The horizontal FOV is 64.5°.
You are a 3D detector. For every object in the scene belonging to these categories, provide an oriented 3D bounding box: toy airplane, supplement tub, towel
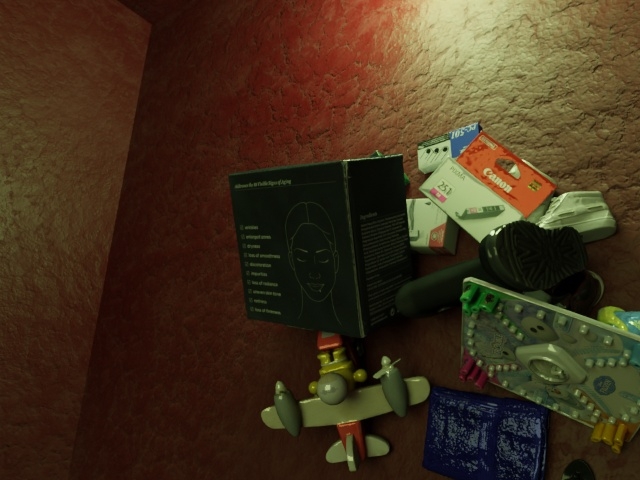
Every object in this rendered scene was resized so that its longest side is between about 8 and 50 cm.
[{"bbox_3d":[0.059,0.456,1.448,0.384,0.272,0.386,32,83,25],"label":"toy airplane"},{"bbox_3d":[0.536,0.173,1.300,0.071,0.071,0.107,35,97,42],"label":"supplement tub"},{"bbox_3d":[0.406,0.501,1.278,0.308,0.076,0.228,-1,72,39],"label":"towel"}]

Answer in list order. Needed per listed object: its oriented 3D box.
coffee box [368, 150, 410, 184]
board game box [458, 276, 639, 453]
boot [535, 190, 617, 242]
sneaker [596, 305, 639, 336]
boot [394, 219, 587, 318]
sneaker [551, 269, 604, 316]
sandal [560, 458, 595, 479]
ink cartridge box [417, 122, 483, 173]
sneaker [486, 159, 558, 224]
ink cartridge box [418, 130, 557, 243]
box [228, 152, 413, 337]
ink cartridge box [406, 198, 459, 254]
[{"bbox_3d":[0.198,-0.207,1.652,0.113,0.184,0.040,-40,49,23],"label":"coffee box"},{"bbox_3d":[0.477,0.272,1.066,0.390,0.390,0.050,20,57,29],"label":"board game box"},{"bbox_3d":[0.601,-0.049,1.299,0.258,0.095,0.123,-11,57,12],"label":"boot"},{"bbox_3d":[0.684,0.245,1.107,0.126,0.091,0.240,-10,48,28],"label":"sneaker"},{"bbox_3d":[0.346,0.089,1.226,0.445,0.367,0.146,-23,70,48],"label":"boot"},{"bbox_3d":[0.565,0.184,1.209,0.106,0.162,0.281,24,89,42],"label":"sneaker"},{"bbox_3d":[0.558,0.581,1.145,0.067,0.040,0.179,31,94,43],"label":"sandal"},{"bbox_3d":[0.409,-0.288,1.599,0.207,0.046,0.097,-13,67,35],"label":"ink cartridge box"},{"bbox_3d":[0.511,-0.156,1.433,0.292,0.108,0.169,28,90,33],"label":"sneaker"},{"bbox_3d":[0.445,-0.140,1.371,0.239,0.060,0.275,-50,60,13],"label":"ink cartridge box"},{"bbox_3d":[0.000,0.000,1.544,0.480,0.297,0.472,1,103,41],"label":"box"},{"bbox_3d":[0.308,-0.043,1.560,0.218,0.092,0.159,0,74,42],"label":"ink cartridge box"}]
